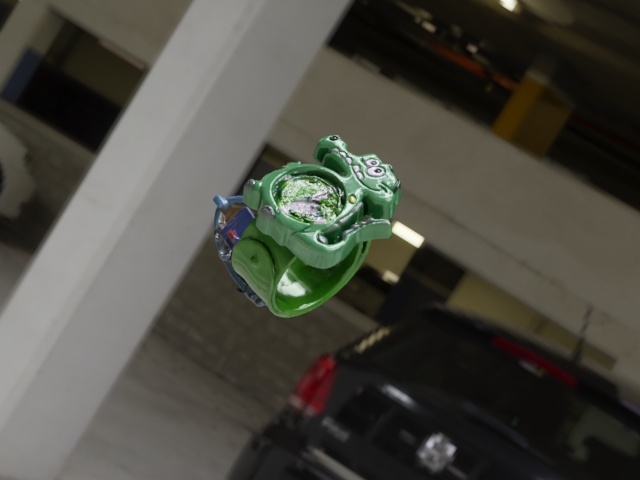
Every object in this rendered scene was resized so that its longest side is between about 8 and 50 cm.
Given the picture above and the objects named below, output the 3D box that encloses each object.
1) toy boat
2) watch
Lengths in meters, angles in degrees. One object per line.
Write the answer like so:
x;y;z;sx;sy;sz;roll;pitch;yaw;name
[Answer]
-0.084;0.006;1.676;0.097;0.100;0.223;40;6;-41;toy boat
0.000;0.000;1.375;0.131;0.165;0.152;44;-33;28;watch
